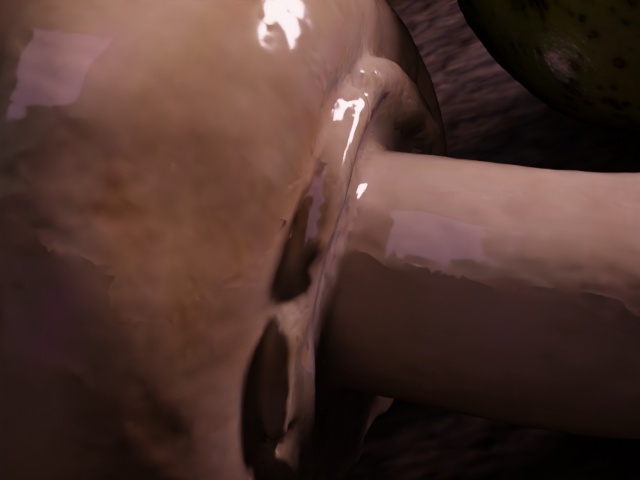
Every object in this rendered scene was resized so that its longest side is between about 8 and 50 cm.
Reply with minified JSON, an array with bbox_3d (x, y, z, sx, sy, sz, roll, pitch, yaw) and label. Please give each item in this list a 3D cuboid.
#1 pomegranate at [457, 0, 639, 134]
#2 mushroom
[{"bbox_3d":[0.179,-0.159,0.690,0.248,0.214,0.214,-19,19,-39],"label":"pomegranate"},{"bbox_3d":[0.000,0.000,0.592,0.336,0.314,0.314,5,48,17],"label":"mushroom"}]
